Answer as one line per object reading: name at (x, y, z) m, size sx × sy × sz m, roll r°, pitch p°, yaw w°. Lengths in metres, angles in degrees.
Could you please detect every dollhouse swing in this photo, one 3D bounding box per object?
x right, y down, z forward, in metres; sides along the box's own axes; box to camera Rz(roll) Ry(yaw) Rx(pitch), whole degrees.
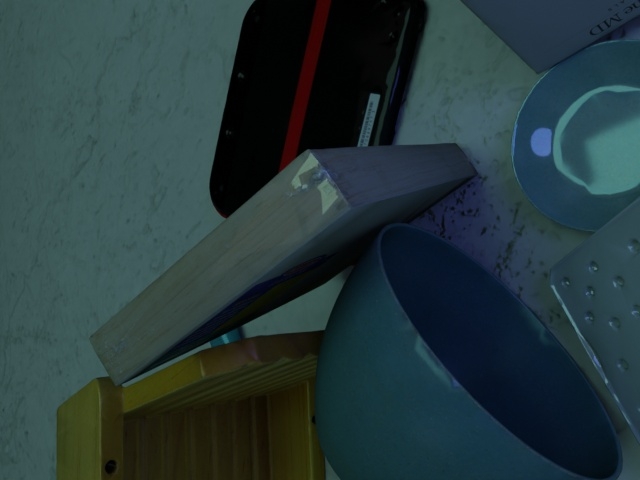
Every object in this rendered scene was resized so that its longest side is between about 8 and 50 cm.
dollhouse swing at (-0.088, 0.272, 0.729) m, size 0.305 × 0.347 × 0.315 m, roll -10°, pitch 80°, yaw 42°

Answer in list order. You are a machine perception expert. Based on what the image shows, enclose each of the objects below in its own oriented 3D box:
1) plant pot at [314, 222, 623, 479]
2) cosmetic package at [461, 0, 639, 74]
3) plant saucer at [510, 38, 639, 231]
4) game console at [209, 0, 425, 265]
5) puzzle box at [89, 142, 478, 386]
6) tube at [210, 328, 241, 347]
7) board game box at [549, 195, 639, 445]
plant pot at (0.107, 0.153, 0.578) m, size 0.195 × 0.290 × 0.290 m, roll -49°, pitch 56°, yaw 23°
cosmetic package at (0.167, -0.329, 0.506) m, size 0.197 × 0.366 × 0.155 m, roll -29°, pitch 52°, yaw 39°
plant saucer at (0.295, -0.104, 0.607) m, size 0.195 × 0.037 × 0.194 m, roll -5°, pitch 83°, yaw 43°
game console at (-0.025, -0.188, 0.915) m, size 0.342 × 0.060 × 0.386 m, roll 20°, pitch 101°, yaw 37°
puzzle box at (0.000, 0.000, 0.609) m, size 0.272 × 0.409 × 0.052 m, roll -37°, pitch 82°, yaw 26°
tube at (-0.163, 0.175, 1.017) m, size 0.080 × 0.052 × 0.207 m, roll -34°, pitch 70°, yaw 42°
board game box at (0.372, 0.101, 0.397) m, size 0.390 × 0.050 × 0.389 m, roll 116°, pitch 137°, yaw -57°
